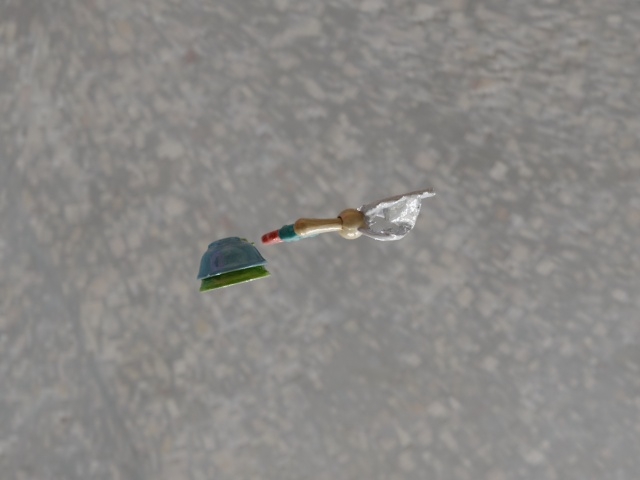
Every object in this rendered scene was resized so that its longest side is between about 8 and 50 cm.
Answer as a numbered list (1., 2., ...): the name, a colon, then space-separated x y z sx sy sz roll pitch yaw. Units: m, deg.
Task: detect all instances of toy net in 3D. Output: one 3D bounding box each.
1. toy net: 0.000 0.000 1.742 0.232 0.122 0.045 -14 87 10
